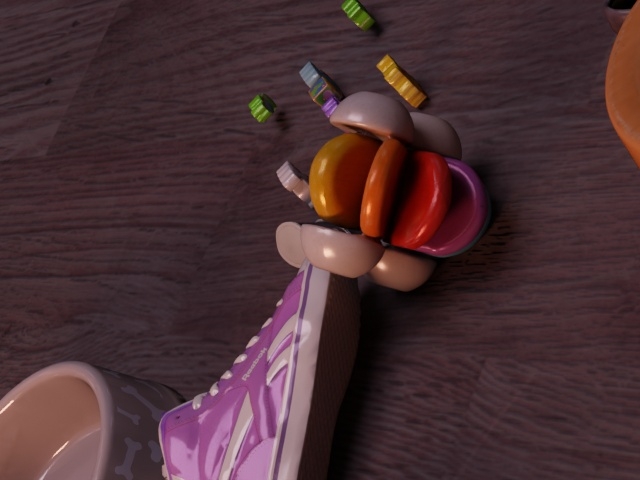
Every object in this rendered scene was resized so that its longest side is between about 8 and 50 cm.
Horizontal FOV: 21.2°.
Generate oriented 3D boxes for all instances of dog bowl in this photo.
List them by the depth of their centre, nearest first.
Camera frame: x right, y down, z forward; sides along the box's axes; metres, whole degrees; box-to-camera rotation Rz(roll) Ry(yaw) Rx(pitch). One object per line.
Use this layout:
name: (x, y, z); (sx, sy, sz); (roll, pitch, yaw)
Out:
dog bowl: (-0.276, 0.277, 1.717); (0.349, 0.102, 0.349); (-34, 37, 30)

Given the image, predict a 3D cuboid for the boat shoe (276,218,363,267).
boat shoe: (0.000, 0.000, 1.668); (0.125, 0.038, 0.046); (-4, 100, 58)

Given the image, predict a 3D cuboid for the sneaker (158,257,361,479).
sneaker: (-0.062, 0.122, 1.523); (0.161, 0.102, 0.282); (2, 58, 23)

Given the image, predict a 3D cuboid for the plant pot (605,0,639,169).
plant pot: (0.332, -0.090, 1.160); (0.291, 0.203, 0.291); (-33, 39, 32)

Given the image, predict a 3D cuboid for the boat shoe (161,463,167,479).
boat shoe: (-0.084, 0.203, 1.592); (0.142, 0.049, 0.040); (-27, 78, 25)

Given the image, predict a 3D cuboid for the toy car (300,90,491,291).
toy car: (0.079, -0.037, 1.484); (0.136, 0.182, 0.159); (12, 87, 39)

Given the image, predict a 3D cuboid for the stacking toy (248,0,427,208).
stacking toy: (0.013, -0.148, 1.781); (0.167, 0.052, 0.221); (-45, 31, 13)

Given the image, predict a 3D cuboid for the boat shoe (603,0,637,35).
boat shoe: (0.354, -0.224, 1.356); (0.285, 0.092, 0.103); (-30, 40, 35)
